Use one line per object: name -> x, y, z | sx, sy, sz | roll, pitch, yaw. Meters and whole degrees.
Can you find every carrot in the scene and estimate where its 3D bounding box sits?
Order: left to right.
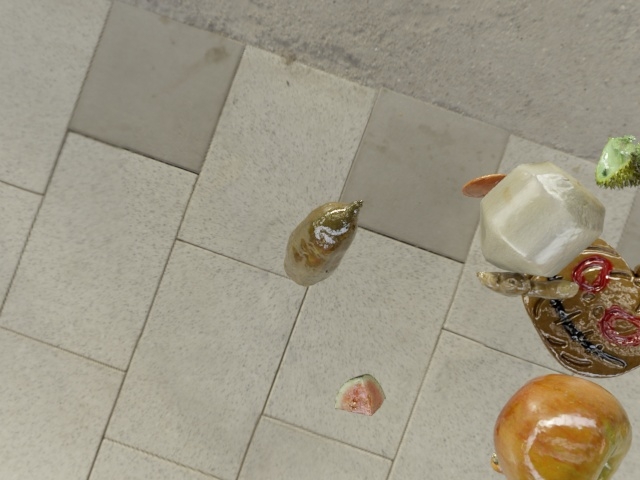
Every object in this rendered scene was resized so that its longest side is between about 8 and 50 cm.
carrot -> 0.542, 0.619, 1.282 | 0.257, 0.061, 0.061 | 29, 89, -34

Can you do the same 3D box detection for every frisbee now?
frisbee -> 0.625, -0.192, 1.743 | 0.192, 0.192, 0.035 | -5, 71, 0

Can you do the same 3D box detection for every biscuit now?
biscuit -> 0.698, 0.155, 1.201 | 0.314, 0.063, 0.367 | -30, 61, 23

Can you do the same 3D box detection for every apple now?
apple -> 0.384, 0.322, 0.769 | 0.235, 0.173, 0.210 | 11, 106, -43

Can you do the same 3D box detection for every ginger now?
ginger -> 0.501, 0.111, 1.138 | 0.214, 0.133, 0.058 | 1, 73, 40

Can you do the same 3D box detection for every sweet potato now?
sweet potato -> 0.000, 0.000, 1.238 | 0.158, 0.369, 0.157 | 9, 58, -15

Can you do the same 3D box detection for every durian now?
durian -> 0.576, -0.146, 0.895 | 0.086, 0.215, 0.100 | -6, 107, 19

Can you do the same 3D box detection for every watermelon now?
watermelon -> 0.114, 0.383, 1.136 | 0.135, 0.094, 0.125 | 16, 115, -30

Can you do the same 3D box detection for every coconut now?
coconut -> 0.480, -0.037, 1.068 | 0.237, 0.237, 0.265 | 36, 119, 1
